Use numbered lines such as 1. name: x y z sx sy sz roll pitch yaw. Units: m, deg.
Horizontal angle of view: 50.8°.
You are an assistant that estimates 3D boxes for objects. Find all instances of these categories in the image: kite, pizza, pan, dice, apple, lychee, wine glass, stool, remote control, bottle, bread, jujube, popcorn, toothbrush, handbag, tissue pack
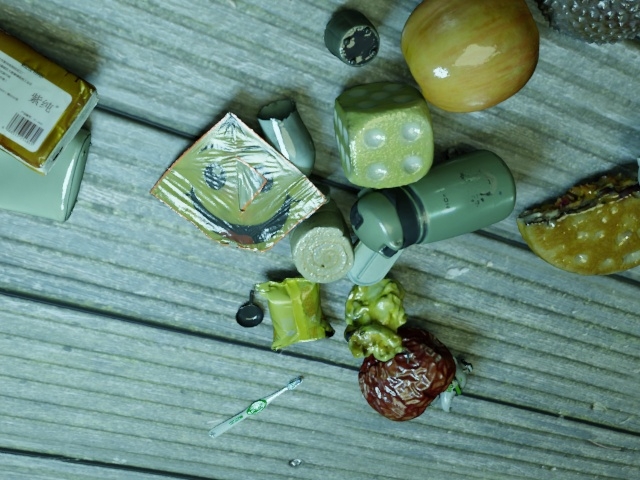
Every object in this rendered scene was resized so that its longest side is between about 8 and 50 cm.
1. kite: -0.174 -0.113 1.385 0.378 0.013 0.327 6 126 7
2. pizza: 0.660 -0.036 1.613 0.409 0.114 0.277 3 121 -15
3. pan: -0.168 0.158 1.610 0.069 0.023 0.115 2 123 -12
4. dice: 0.124 -0.214 1.359 0.170 0.169 0.166 -10 122 -6
5. apple: 0.277 -0.360 1.273 0.241 0.242 0.242 -23 123 3
6. lychee: 0.535 -0.490 1.213 0.300 0.300 0.299 -5 122 -9
7. wine glass: -0.056 -0.172 1.386 0.103 0.103 0.222 -22 123 2
8. stool: 0.061 -0.381 1.278 0.096 0.110 0.096 -8 122 -12
9. remote control: 0.145 -0.008 1.529 0.104 0.052 0.247 35 95 -19
10. bottle: 0.231 -0.075 1.420 0.347 0.168 0.168 -18 124 -21
11. bread: 0.000 0.000 1.482 0.134 0.141 0.148 -14 121 1
12. jujube: 0.210 0.335 1.687 0.213 0.213 0.232 27 113 -25
13. popcorn: 0.137 0.178 1.585 0.174 0.195 0.168 37 116 -23
14. toothbrush: -0.173 0.444 1.784 0.304 0.030 0.030 -33 122 11
15. handbag: -0.612 -0.161 1.279 0.316 0.109 0.241 15 115 -16
16. tissue pack: -0.536 -0.250 1.182 0.226 0.092 0.183 32 78 -8

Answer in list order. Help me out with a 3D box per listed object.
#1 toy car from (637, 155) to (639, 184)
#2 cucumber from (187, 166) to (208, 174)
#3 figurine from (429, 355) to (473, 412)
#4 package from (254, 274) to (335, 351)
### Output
1. toy car: 0.832 -0.178 1.515 0.301 0.118 0.193 -32 110 -30
2. cucumber: -0.192 -0.151 1.408 0.168 0.039 0.039 0 121 -6
3. figurine: 0.324 0.382 1.798 0.192 0.126 0.147 -34 139 -4
4. package: -0.057 0.163 1.598 0.169 0.090 0.226 -14 125 -7
